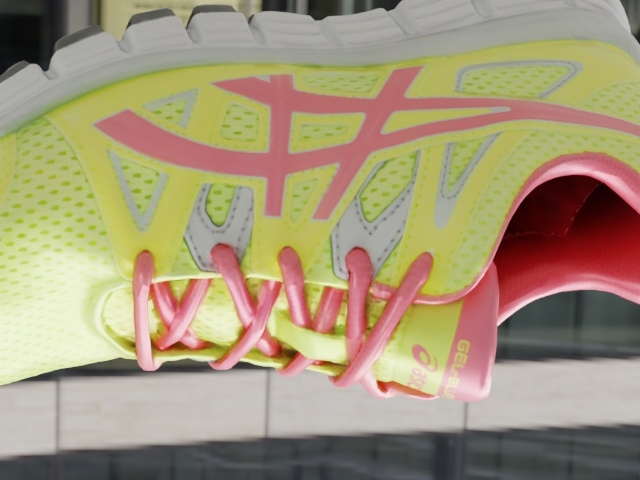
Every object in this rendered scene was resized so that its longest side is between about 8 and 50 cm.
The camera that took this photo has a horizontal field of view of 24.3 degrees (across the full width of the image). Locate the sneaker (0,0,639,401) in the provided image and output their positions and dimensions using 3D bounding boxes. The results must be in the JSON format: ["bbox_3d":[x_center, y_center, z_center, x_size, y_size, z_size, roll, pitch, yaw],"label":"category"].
[{"bbox_3d":[0.000,0.000,0.337,0.208,0.081,0.094,-18,-121,-16],"label":"sneaker"}]
